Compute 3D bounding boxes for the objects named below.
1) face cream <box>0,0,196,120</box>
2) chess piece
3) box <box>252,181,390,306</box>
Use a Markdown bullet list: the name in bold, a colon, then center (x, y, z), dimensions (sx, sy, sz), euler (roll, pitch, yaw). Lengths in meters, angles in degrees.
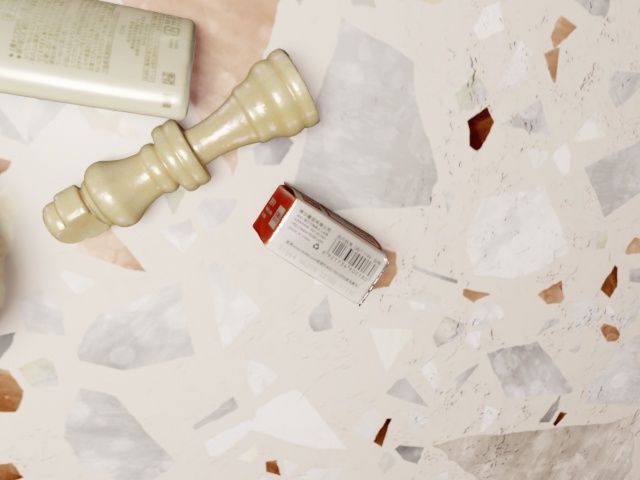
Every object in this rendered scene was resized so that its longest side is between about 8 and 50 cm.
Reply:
- **face cream**: center (-0.332, -0.238, 0.575), dimensions (0.349, 0.173, 0.081), euler (5, 147, -16)
- **chess piece**: center (-0.198, -0.118, 0.666), dimensions (0.397, 0.117, 0.117), euler (-31, 111, -3)
- **box**: center (0.000, 0.000, 0.742), dimensions (0.182, 0.133, 0.099), euler (33, 96, -19)
